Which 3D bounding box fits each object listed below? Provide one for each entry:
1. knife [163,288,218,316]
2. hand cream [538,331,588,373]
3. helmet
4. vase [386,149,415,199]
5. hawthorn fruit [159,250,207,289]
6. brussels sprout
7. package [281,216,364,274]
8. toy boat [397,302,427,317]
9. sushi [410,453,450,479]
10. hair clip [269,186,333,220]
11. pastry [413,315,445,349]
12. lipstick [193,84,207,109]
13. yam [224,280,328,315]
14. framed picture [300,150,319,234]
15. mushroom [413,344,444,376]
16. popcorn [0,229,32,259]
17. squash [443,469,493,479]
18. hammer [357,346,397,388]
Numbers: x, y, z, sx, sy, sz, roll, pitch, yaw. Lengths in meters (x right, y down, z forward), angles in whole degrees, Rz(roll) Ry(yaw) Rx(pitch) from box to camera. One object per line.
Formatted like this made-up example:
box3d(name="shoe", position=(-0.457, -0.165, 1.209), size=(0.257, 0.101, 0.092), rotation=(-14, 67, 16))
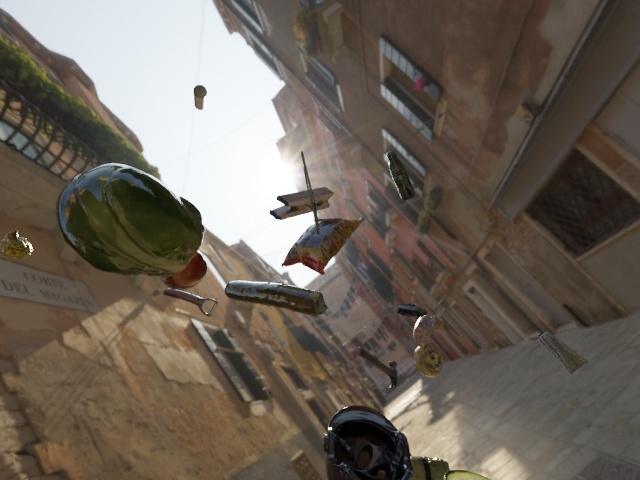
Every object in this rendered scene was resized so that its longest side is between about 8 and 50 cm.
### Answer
box3d(name="knife", position=(-0.668, 0.292, 2.250), size=(0.123, 0.278, 0.053), rotation=(-70, 1, -56))
box3d(name="hand cream", position=(0.929, 0.426, 1.708), size=(0.087, 0.186, 0.054), rotation=(-31, -44, -9))
box3d(name="helmet", position=(0.137, 0.698, 1.357), size=(0.271, 0.338, 0.197), rotation=(6, -74, -12))
box3d(name="vase", position=(0.307, -0.256, 1.705), size=(0.060, 0.060, 0.211), rotation=(-35, -62, -13))
box3d(name="hawthorn fruit", position=(-0.505, 0.098, 1.611), size=(0.173, 0.172, 0.172), rotation=(-35, -19, -14))
box3d(name="brussels sprout", position=(-0.513, -0.048, 1.195), size=(0.275, 0.371, 0.315), rotation=(-54, 12, 1))
box3d(name="package", position=(0.005, 0.000, 1.596), size=(0.288, 0.224, 0.108), rotation=(-54, -52, -29))
box3d(name="toy boat", position=(0.417, 0.317, 1.975), size=(0.141, 0.055, 0.060), rotation=(1, 40, 47))
box3d(name="sushi", position=(0.362, 0.827, 1.579), size=(0.109, 0.273, 0.134), rotation=(-23, 39, 45))
box3d(name="hair clip", position=(-0.074, -0.169, 1.924), size=(0.331, 0.085, 0.101), rotation=(-21, -43, -48))
box3d(name="pastry", position=(0.482, 0.407, 2.013), size=(0.265, 0.112, 0.102), rotation=(-10, -54, -60))
box3d(name="lipstick", position=(-0.357, -0.423, 1.305), size=(0.040, 0.040, 0.141), rotation=(-36, 10, -11))
box3d(name="yam", position=(-0.141, 0.164, 1.304), size=(0.083, 0.372, 0.083), rotation=(-7, -81, -54))
box3d(name="framed picture", position=(-0.033, -0.156, 1.446), size=(0.010, 0.231, 0.173), rotation=(-12, -35, -2))
box3d(name="mushroom", position=(0.483, 0.537, 1.960), size=(0.148, 0.148, 0.112), rotation=(-31, -14, -26))
box3d(name="popcorn", position=(-0.842, 0.008, 1.213), size=(0.084, 0.084, 0.084), rotation=(-35, -19, -14))
box3d(name="squash", position=(0.495, 0.790, 1.336), size=(0.252, 0.252, 0.048), rotation=(10, -85, -66))
box3d(name="hammer", position=(0.118, 0.256, 0.894), size=(0.017, 0.062, 0.182), rotation=(-19, -37, 24))
